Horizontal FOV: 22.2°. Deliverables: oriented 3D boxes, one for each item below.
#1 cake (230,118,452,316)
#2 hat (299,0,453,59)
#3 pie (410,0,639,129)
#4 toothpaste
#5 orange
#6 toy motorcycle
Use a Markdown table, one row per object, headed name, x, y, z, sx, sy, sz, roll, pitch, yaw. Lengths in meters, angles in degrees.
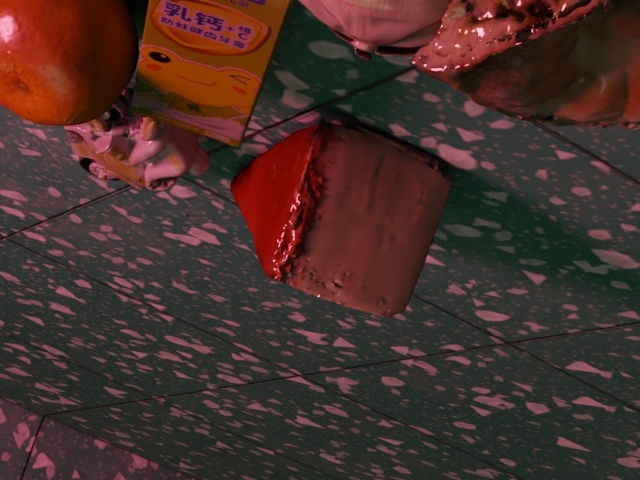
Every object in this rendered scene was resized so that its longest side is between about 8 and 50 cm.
| name | x | y | z | sx | sy | sz | roll | pitch | yaw |
| --- | --- | --- | --- | --- | --- | --- | --- | --- | --- |
| cake | 0.000 | 0.000 | 1.640 | 0.158 | 0.160 | 0.262 | 21 | 162 | -18 |
| hat | 0.051 | -0.209 | 1.080 | 0.219 | 0.164 | 0.226 | 15 | -178 | 3 |
| pie | 0.227 | -0.164 | 1.056 | 0.337 | 0.075 | 0.337 | -2 | 154 | -1 |
| toothpaste | -0.088 | -0.179 | 1.355 | 0.110 | 0.077 | 0.327 | 20 | 160 | -4 |
| orange | -0.232 | -0.176 | 1.427 | 0.154 | 0.134 | 0.155 | 17 | 138 | 16 |
| toy motorcycle | -0.186 | -0.101 | 1.653 | 0.151 | 0.074 | 0.229 | 14 | 159 | 0 |
